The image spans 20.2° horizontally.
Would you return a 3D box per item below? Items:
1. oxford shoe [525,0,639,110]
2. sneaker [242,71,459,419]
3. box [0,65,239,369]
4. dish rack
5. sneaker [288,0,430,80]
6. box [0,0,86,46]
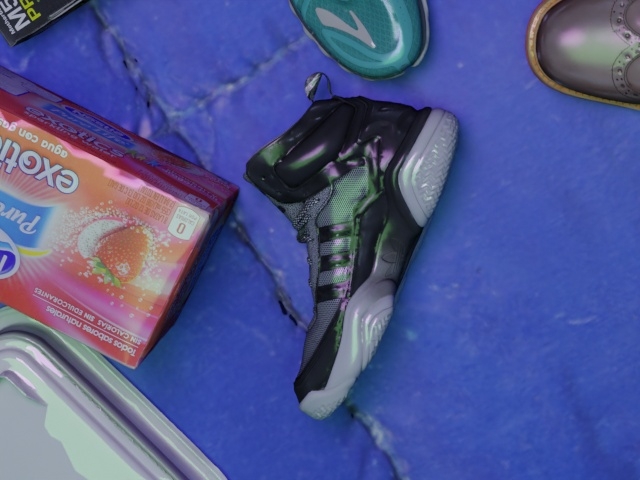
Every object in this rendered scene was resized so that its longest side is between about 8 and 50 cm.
[{"bbox_3d":[0.336,-0.159,1.350,0.364,0.133,0.130,-3,100,8],"label":"oxford shoe"},{"bbox_3d":[0.000,0.000,1.440,0.153,0.101,0.268,23,96,4],"label":"sneaker"},{"bbox_3d":[-0.235,-0.039,1.435,0.300,0.154,0.142,27,102,1],"label":"box"},{"bbox_3d":[-0.268,0.252,1.531,0.285,0.072,0.333,44,103,-2],"label":"dish rack"},{"bbox_3d":[-0.004,-0.247,1.390,0.107,0.110,0.275,-25,96,10],"label":"sneaker"},{"bbox_3d":[-0.227,-0.319,1.395,0.216,0.060,0.270,-29,99,28],"label":"box"}]
